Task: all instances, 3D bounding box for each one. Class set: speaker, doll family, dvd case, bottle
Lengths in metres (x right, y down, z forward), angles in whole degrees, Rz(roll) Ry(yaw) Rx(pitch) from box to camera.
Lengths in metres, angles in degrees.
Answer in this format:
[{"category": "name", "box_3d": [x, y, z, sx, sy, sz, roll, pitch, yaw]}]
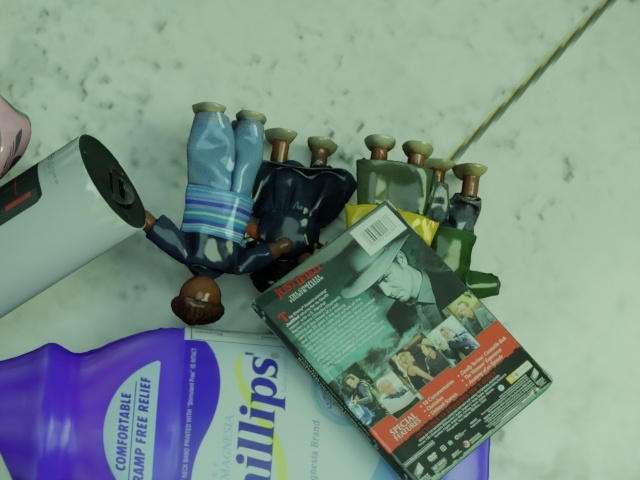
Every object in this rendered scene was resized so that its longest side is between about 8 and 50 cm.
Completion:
[{"category": "speaker", "box_3d": [-0.152, 0.005, 0.876, 0.136, 0.055, 0.055, -31, 84, 14]}, {"category": "doll family", "box_3d": [0.000, 0.000, 0.917, 0.193, 0.076, 0.111, 10, 82, 0]}, {"category": "dvd case", "box_3d": [0.038, 0.049, 0.852, 0.087, 0.013, 0.119, -38, 78, -21]}, {"category": "bottle", "box_3d": [-0.062, 0.101, 0.874, 0.283, 0.092, 0.118, 6, 72, -6]}]

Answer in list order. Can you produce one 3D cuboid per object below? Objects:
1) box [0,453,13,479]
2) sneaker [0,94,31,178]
[{"category": "box", "box_3d": [-0.207, 0.245, 0.748, 0.215, 0.168, 0.345, -28, 83, 21]}, {"category": "sneaker", "box_3d": [-0.269, -0.128, 0.902, 0.319, 0.131, 0.112, 51, 119, 19]}]
